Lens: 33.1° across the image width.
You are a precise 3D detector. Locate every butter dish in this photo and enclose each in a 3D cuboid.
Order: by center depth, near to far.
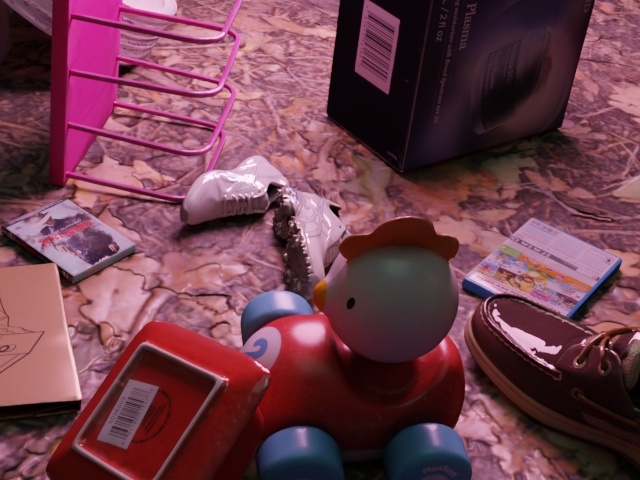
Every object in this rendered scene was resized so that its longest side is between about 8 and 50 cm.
[{"bbox_3d":[-0.110,0.166,0.870,0.159,0.118,0.160,18,67,40],"label":"butter dish"}]

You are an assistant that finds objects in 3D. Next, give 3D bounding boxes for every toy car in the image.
[{"bbox_3d":[0.033,0.070,0.919,0.210,0.238,0.219,1,36,-10],"label":"toy car"}]

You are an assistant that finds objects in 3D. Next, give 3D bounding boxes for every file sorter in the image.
[{"bbox_3d":[-0.190,-0.218,1.240,0.182,0.291,0.202,12,35,1],"label":"file sorter"}]

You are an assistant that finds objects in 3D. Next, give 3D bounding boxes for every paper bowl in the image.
[{"bbox_3d":[-0.320,-0.381,1.458,0.284,0.148,0.284,33,22,-15],"label":"paper bowl"}]

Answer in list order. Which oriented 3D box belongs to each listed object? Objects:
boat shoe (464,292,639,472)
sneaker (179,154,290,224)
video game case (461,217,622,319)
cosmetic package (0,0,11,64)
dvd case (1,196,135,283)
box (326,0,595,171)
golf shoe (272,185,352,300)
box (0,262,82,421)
[{"bbox_3d":[0.285,0.127,0.986,0.123,0.123,0.342,-24,46,-37],"label":"boat shoe"},{"bbox_3d":[-0.095,-0.053,1.227,0.061,0.054,0.152,33,42,27],"label":"sneaker"},{"bbox_3d":[0.249,0.036,1.202,0.119,0.015,0.166,28,40,25],"label":"video game case"},{"bbox_3d":[-0.469,-0.252,1.380,0.085,0.117,0.231,6,34,0],"label":"cosmetic package"},{"bbox_3d":[-0.271,-0.002,1.155,0.119,0.013,0.087,30,41,29],"label":"dvd case"},{"bbox_3d":[0.189,-0.281,1.389,0.294,0.296,0.182,-18,42,-31],"label":"box"},{"bbox_3d":[0.000,0.000,1.163,0.086,0.069,0.176,6,36,-13],"label":"golf shoe"},{"bbox_3d":[-0.317,0.094,1.006,0.164,0.021,0.201,-5,37,-17],"label":"box"}]
